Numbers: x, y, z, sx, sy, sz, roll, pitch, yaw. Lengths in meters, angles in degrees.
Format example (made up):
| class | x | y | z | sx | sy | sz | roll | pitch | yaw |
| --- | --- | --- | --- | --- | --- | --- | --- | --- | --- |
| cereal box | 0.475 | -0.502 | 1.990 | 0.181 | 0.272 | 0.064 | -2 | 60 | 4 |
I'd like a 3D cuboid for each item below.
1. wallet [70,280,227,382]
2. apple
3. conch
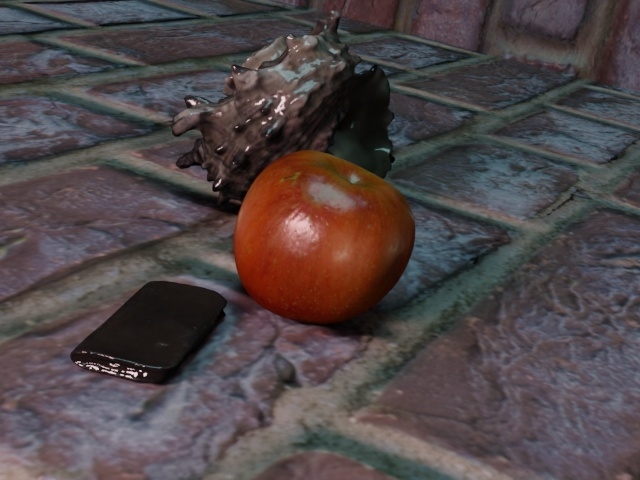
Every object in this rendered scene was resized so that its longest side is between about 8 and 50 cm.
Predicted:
| class | x | y | z | sx | sy | sz | roll | pitch | yaw |
| --- | --- | --- | --- | --- | --- | --- | --- | --- | --- |
| wallet | -0.131 | 0.069 | 0.811 | 0.082 | 0.018 | 0.156 | 13 | 20 | 7 |
| apple | 0.000 | 0.000 | 0.903 | 0.163 | 0.139 | 0.163 | 22 | 16 | -7 |
| conch | -0.025 | -0.140 | 1.116 | 0.313 | 0.240 | 0.186 | 6 | 30 | -49 |
